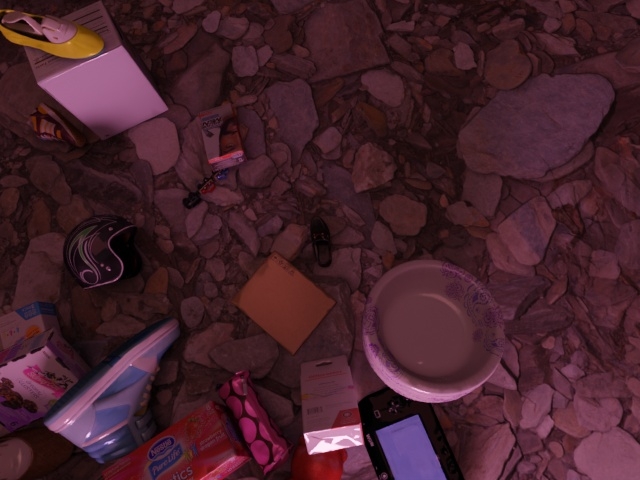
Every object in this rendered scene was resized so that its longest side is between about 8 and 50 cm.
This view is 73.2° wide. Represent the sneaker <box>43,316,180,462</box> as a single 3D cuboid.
[{"bbox_3d":[-0.403,0.339,0.962,0.319,0.127,0.208,-43,105,-28],"label":"sneaker"}]

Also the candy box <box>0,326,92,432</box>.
[{"bbox_3d":[-0.634,0.307,0.950,0.196,0.070,0.165,-25,119,-3],"label":"candy box"}]

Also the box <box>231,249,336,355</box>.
[{"bbox_3d":[-0.088,0.146,1.032,0.201,0.021,0.164,39,81,11],"label":"box"}]

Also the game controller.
[{"bbox_3d":[0.197,0.469,0.910,0.166,0.067,0.319,-22,75,-3],"label":"game controller"}]

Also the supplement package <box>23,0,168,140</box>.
[{"bbox_3d":[-0.545,-0.408,1.077,0.204,0.262,0.145,-27,76,-4],"label":"supplement package"}]

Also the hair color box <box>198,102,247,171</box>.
[{"bbox_3d":[-0.254,-0.269,1.118,0.093,0.053,0.167,-18,65,-2],"label":"hair color box"}]

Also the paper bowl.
[{"bbox_3d":[0.226,0.195,0.918,0.284,0.148,0.284,1,61,-1],"label":"paper bowl"}]

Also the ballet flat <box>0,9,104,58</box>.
[{"bbox_3d":[-0.580,-0.442,0.911,0.230,0.077,0.077,13,76,7],"label":"ballet flat"}]

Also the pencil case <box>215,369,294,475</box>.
[{"bbox_3d":[-0.137,0.381,0.919,0.209,0.095,0.098,51,127,20],"label":"pencil case"}]

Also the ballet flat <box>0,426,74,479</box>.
[{"bbox_3d":[-0.726,0.477,0.928,0.342,0.124,0.116,-6,74,1],"label":"ballet flat"}]

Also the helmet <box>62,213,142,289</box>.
[{"bbox_3d":[-0.512,0.022,1.016,0.169,0.169,0.162,-15,92,-1],"label":"helmet"}]

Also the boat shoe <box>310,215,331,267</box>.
[{"bbox_3d":[0.002,0.000,1.056,0.048,0.042,0.133,-11,74,2],"label":"boat shoe"}]

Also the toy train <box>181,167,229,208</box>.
[{"bbox_3d":[-0.292,-0.141,1.115,0.036,0.027,0.158,41,81,10],"label":"toy train"}]

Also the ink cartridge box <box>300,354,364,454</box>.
[{"bbox_3d":[0.019,0.341,0.921,0.115,0.198,0.067,-10,117,0],"label":"ink cartridge box"}]

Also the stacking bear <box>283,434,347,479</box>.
[{"bbox_3d":[-0.039,0.547,0.862,0.175,0.164,0.289,18,73,7],"label":"stacking bear"}]

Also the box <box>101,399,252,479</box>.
[{"bbox_3d":[-0.290,0.463,0.891,0.256,0.123,0.128,-32,61,-8],"label":"box"}]

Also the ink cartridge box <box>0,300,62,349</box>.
[{"bbox_3d":[-0.674,0.248,1.017,0.104,0.061,0.181,-25,76,-3],"label":"ink cartridge box"}]

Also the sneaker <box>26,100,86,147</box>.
[{"bbox_3d":[-0.712,-0.291,1.162,0.185,0.069,0.084,41,90,18],"label":"sneaker"}]
